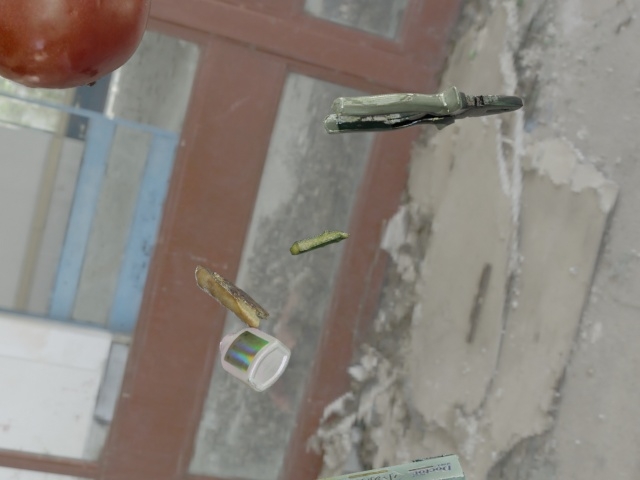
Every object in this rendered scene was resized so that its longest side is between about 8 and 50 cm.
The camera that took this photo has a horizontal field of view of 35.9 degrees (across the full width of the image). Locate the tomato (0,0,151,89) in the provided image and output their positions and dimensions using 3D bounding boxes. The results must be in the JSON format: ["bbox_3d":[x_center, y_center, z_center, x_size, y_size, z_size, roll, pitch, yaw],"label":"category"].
[{"bbox_3d":[-0.432,-0.406,1.608,0.321,0.322,0.321,-168,90,-73],"label":"tomato"}]

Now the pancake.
[{"bbox_3d":[-0.217,0.132,2.354,0.056,0.212,0.257,-53,1,-3],"label":"pancake"}]

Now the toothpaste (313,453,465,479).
[{"bbox_3d":[0.091,0.434,1.673,0.089,0.313,0.071,-99,-2,-76],"label":"toothpaste"}]

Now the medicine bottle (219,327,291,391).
[{"bbox_3d":[-0.155,0.254,2.178,0.115,0.078,0.219,-53,25,-11],"label":"medicine bottle"}]

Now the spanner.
[{"bbox_3d":[0.166,-0.203,1.543,0.095,0.325,0.040,126,136,-67],"label":"spanner"}]

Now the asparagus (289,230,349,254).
[{"bbox_3d":[0.000,0.001,1.672,0.021,0.108,0.025,109,142,-67],"label":"asparagus"}]
